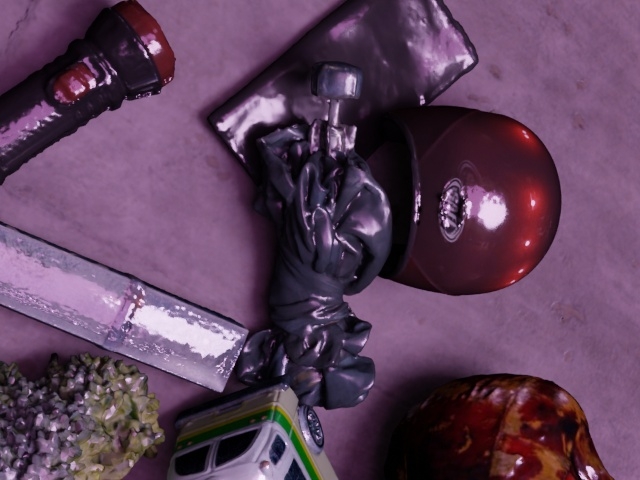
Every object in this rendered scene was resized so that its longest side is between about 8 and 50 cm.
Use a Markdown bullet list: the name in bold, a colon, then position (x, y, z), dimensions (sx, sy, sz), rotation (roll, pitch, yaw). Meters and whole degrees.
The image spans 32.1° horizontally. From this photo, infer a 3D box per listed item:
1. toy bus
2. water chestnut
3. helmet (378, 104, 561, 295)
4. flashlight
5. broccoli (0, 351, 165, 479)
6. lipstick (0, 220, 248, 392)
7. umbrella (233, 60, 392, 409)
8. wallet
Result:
- **toy bus**: position (-0.038, 0.291, 1.071), dimensions (0.133, 0.165, 0.276), rotation (-22, 107, 15)
- **water chestnut**: position (0.190, 0.278, 1.133), dimensions (0.244, 0.289, 0.289), rotation (7, 93, -13)
- **helmet**: position (0.145, -0.040, 1.124), dimensions (0.216, 0.193, 0.189), rotation (-15, 111, -62)
- **flashlight**: position (-0.244, -0.126, 1.008), dimensions (0.232, 0.093, 0.093), rotation (-37, 108, -15)
- **broccoli**: position (-0.314, 0.321, 0.976), dimensions (0.353, 0.275, 0.397), rotation (2, 111, -13)
- **lipstick**: position (-0.213, 0.058, 1.043), dimensions (0.289, 0.077, 0.076), rotation (24, 86, -22)
- **umbrella**: position (-0.002, 0.000, 1.089), dimensions (0.143, 0.094, 0.349), rotation (6, 105, -3)
- **wallet**: position (0.029, -0.157, 1.148), dimensions (0.285, 0.030, 0.146), rotation (-42, 108, -13)
